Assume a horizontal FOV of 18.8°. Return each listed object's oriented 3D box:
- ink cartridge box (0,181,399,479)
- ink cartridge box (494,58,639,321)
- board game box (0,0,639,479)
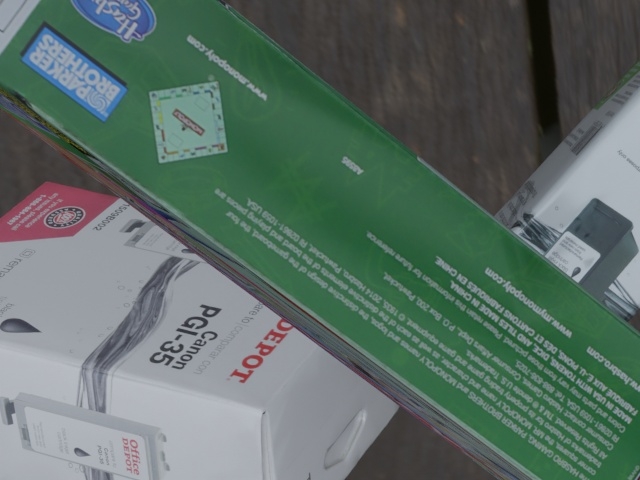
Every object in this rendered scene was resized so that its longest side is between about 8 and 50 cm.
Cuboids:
[{"bbox_3d":[-0.110,0.076,1.277,0.283,0.207,0.117,12,122,23],"label":"ink cartridge box"},{"bbox_3d":[0.157,-0.004,1.138,0.087,0.153,0.208,42,98,-2],"label":"ink cartridge box"},{"bbox_3d":[0.000,0.000,0.527,0.317,0.213,0.046,37,85,-19],"label":"board game box"}]
